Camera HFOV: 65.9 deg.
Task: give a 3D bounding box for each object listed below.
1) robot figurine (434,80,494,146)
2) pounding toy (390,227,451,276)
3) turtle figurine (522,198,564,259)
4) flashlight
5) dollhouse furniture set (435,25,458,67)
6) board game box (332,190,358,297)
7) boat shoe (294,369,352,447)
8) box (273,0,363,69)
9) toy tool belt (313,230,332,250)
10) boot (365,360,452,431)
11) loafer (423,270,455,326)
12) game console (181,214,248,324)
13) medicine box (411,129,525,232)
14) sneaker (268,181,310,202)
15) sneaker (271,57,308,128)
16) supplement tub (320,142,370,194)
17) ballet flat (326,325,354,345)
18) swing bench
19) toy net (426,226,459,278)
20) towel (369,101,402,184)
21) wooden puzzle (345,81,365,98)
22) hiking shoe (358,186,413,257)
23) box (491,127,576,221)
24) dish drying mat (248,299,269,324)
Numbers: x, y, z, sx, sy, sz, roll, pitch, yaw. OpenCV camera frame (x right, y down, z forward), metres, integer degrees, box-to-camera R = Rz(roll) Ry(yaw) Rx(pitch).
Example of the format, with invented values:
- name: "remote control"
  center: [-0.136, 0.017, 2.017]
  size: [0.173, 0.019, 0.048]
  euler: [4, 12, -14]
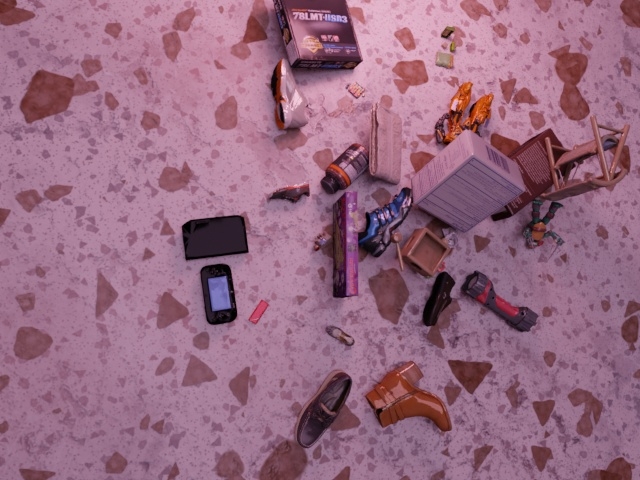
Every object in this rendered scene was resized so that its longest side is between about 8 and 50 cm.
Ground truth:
- name: "robot figurine"
  center: [0.576, -0.474, 1.965]
  size: [0.211, 0.085, 0.290]
  euler: [25, 76, -9]
- name: "pounding toy"
  center: [0.325, 0.041, 1.768]
  size: [0.206, 0.094, 0.181]
  euler: [38, 78, -11]
- name: "turtle figurine"
  center: [0.861, -0.041, 1.943]
  size: [0.175, 0.118, 0.234]
  euler: [0, 111, -16]
- name: "flashlight"
  center: [0.691, 0.232, 1.884]
  size: [0.304, 0.103, 0.103]
  euler: [31, 73, -7]
- name: "dollhouse furniture set"
  center: [0.518, -0.785, 2.009]
  size: [0.076, 0.058, 0.151]
  euler: [8, 80, -13]
- name: "board game box"
  center: [0.084, 0.022, 1.701]
  size: [0.056, 0.208, 0.346]
  euler: [3, 81, -15]
- name: "boat shoe"
  center: [0.013, 0.567, 1.661]
  size: [0.103, 0.092, 0.285]
  euler: [39, 75, -6]
- name: "box"
  center: [-0.009, -0.787, 1.831]
  size: [0.296, 0.073, 0.293]
  euler: [-11, 85, -32]
- name: "toy tool belt"
  center: [0.000, 0.000, 1.770]
  size: [0.083, 0.052, 0.051]
  euler: [-33, 60, -20]
- name: "boot"
  center: [0.308, 0.592, 1.724]
  size: [0.220, 0.109, 0.283]
  euler: [-32, 89, -18]
- name: "loafer"
  center: [0.450, 0.224, 1.831]
  size: [0.078, 0.080, 0.220]
  euler: [27, 76, -9]
- name: "game console"
  center: [-0.339, 0.098, 1.665]
  size: [0.213, 0.044, 0.361]
  euler: [-8, 84, -15]
- name: "medicine box"
  center: [0.518, -0.201, 1.767]
  size: [0.264, 0.289, 0.149]
  euler: [26, 44, -24]
- name: "sneaker"
  center: [-0.106, -0.162, 1.757]
  size: [0.158, 0.061, 0.064]
  euler: [-16, 93, -16]
- name: "sneaker"
  center: [-0.105, -0.531, 1.802]
  size: [0.121, 0.099, 0.262]
  euler: [-3, 86, -28]
- name: "supplement tub"
  center: [0.089, -0.257, 1.796]
  size: [0.198, 0.106, 0.106]
  euler: [-44, 94, -16]
- name: "ballet flat"
  center: [0.074, 0.334, 1.739]
  size: [0.114, 0.041, 0.041]
  euler: [32, 75, -8]
- name: "swing bench"
  center: [0.964, -0.282, 1.811]
  size: [0.165, 0.253, 0.254]
  euler: [10, 81, -14]
- name: "toy net"
  center: [0.461, 0.035, 1.872]
  size: [0.232, 0.045, 0.122]
  euler: [-39, 82, -15]
- name: "towel"
  center: [0.247, -0.357, 1.833]
  size: [0.187, 0.049, 0.282]
  euler: [10, 78, -51]
- name: "wooden puzzle"
  center: [0.139, -0.582, 1.908]
  size: [0.083, 0.006, 0.049]
  euler: [42, 74, -5]
- name: "hiking shoe"
  center: [0.236, -0.090, 1.807]
  size: [0.132, 0.113, 0.304]
  euler: [33, 70, 1]
- name: "box"
  center: [0.803, -0.262, 1.968]
  size: [0.381, 0.143, 0.191]
  euler: [-34, 91, -15]
- name: "dish drying mat"
  center: [-0.211, 0.246, 1.694]
  size: [0.032, 0.008, 0.083]
  euler: [35, 75, -6]
